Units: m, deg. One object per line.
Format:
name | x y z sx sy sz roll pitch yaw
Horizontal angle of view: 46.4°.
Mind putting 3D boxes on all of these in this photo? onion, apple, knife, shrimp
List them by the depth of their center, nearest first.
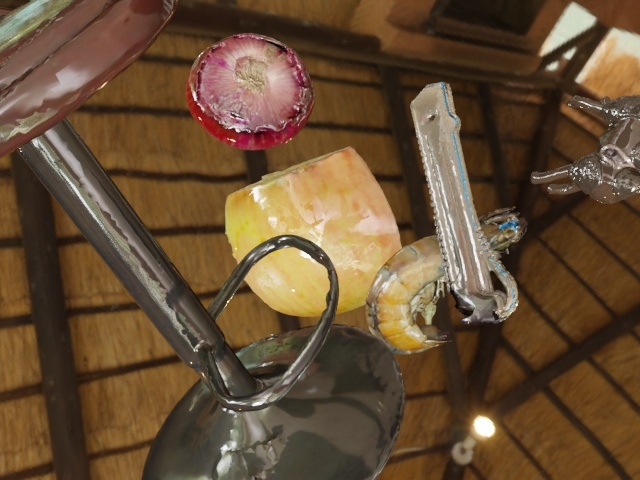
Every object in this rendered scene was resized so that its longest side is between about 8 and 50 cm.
knife | 0.188 -0.056 1.013 0.043 0.089 0.365 31 -136 -59
shrimp | 0.195 0.068 1.111 0.290 0.222 0.054 -28 -139 -16
apple | 0.000 0.000 1.427 0.252 0.314 0.309 -47 -65 -74
onion | -0.135 -0.282 1.454 0.248 0.161 0.248 4 -122 -7

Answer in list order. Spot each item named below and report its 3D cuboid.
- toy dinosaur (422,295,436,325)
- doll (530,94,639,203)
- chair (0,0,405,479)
toy dinosaur | 0.178 0.119 1.230 0.026 0.041 0.113 1 -108 2
doll | 0.314 -0.098 0.764 0.057 0.139 0.165 29 178 -35
chair | -0.127 0.002 0.467 0.401 0.227 0.226 58 -163 -30
